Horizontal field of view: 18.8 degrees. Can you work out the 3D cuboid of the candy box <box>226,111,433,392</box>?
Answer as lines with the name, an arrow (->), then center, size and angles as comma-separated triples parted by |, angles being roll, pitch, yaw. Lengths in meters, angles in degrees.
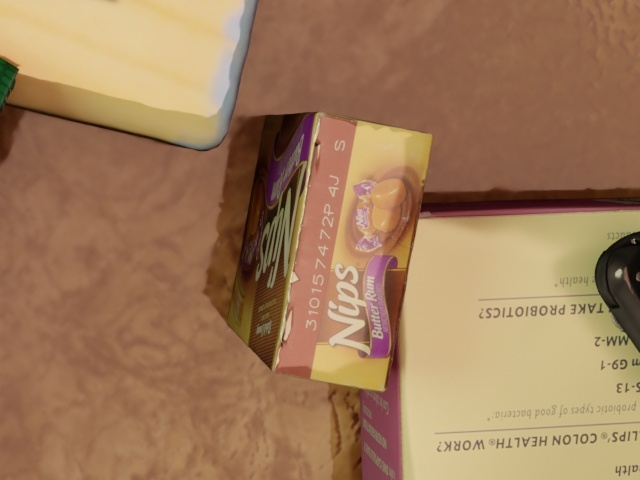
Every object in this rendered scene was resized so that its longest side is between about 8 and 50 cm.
candy box -> 0.000, 0.000, 0.859 | 0.053, 0.186, 0.109 | 10, 92, -8

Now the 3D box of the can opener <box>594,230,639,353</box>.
can opener -> 0.182, 0.069, 0.837 | 0.059, 0.073, 0.186 | -38, 107, -12

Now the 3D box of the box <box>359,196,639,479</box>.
box -> 0.132, 0.101, 0.919 | 0.213, 0.117, 0.243 | -3, 93, -8

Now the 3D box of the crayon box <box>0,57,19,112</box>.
crayon box -> -0.257, 0.008, 0.746 | 0.165, 0.081, 0.278 | 31, 120, -13

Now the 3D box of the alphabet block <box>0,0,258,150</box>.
alphabet block -> -0.124, -0.152, 0.833 | 0.197, 0.192, 0.193 | 13, 90, -9
